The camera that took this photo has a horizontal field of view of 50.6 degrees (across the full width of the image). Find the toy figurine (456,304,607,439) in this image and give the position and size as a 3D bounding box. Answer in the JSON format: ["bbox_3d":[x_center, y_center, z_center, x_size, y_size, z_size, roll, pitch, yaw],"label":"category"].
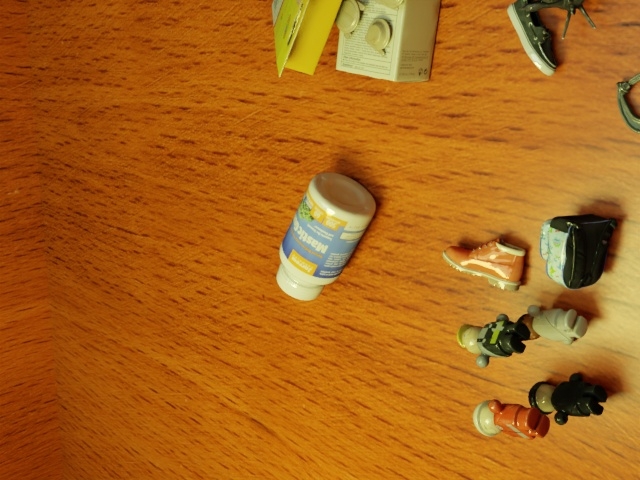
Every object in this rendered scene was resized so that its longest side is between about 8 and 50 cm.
[{"bbox_3d":[0.350,0.220,1.144,0.148,0.213,0.210,-22,81,62],"label":"toy figurine"}]

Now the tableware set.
[{"bbox_3d":[0.091,-0.426,1.213,0.141,0.020,0.169,49,132,28],"label":"tableware set"}]

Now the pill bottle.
[{"bbox_3d":[0.000,0.000,1.480,0.152,0.152,0.272,47,129,27],"label":"pill bottle"}]

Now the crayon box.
[{"bbox_3d":[-0.025,-0.466,1.317,0.318,0.081,0.202,-96,25,-47],"label":"crayon box"}]

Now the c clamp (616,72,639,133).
[{"bbox_3d":[0.506,-0.241,1.002,0.160,0.022,0.137,-43,74,41],"label":"c clamp"}]

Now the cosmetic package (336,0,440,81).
[{"bbox_3d":[0.132,-0.462,1.256,0.160,0.113,0.309,25,116,40],"label":"cosmetic package"}]

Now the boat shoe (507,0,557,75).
[{"bbox_3d":[0.354,-0.338,1.109,0.040,0.049,0.142,-36,72,44],"label":"boat shoe"}]

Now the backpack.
[{"bbox_3d":[0.413,0.016,1.103,0.084,0.105,0.114,-147,54,-62],"label":"backpack"}]

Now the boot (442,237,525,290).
[{"bbox_3d":[0.303,0.027,1.252,0.158,0.059,0.085,21,112,31],"label":"boot"}]

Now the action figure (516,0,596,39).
[{"bbox_3d":[0.359,-0.455,1.016,0.164,0.141,0.276,-7,122,38],"label":"action figure"}]
